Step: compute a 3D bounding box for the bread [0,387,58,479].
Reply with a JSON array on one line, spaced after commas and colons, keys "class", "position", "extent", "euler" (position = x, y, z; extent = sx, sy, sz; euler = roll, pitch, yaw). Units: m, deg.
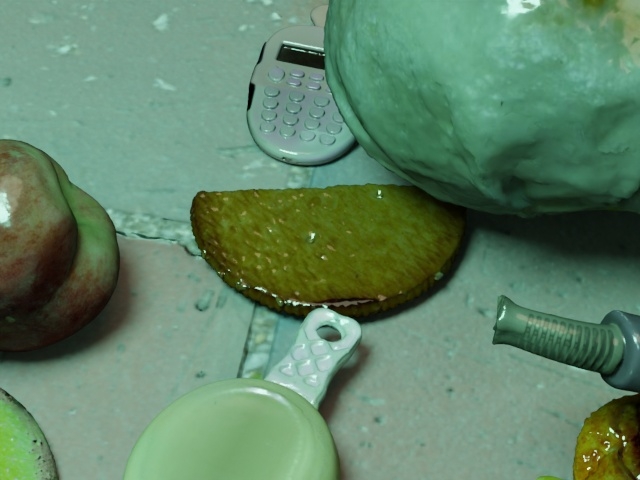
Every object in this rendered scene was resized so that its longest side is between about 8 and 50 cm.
[{"class": "bread", "position": [-0.283, 0.168, 1.189], "extent": [0.228, 0.033, 0.228], "euler": [0, 50, 0]}]

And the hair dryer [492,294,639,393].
[{"class": "hair dryer", "position": [0.265, 0.047, 1.191], "extent": [0.361, 0.121, 0.301], "euler": [4, 31, -25]}]

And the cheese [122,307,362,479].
[{"class": "cheese", "position": [-0.038, 0.130, 1.213], "extent": [0.137, 0.064, 0.227], "euler": [24, 52, 15]}]

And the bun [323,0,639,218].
[{"class": "bun", "position": [0.182, -0.121, 1.286], "extent": [0.362, 0.362, 0.211], "euler": [-1, 86, -3]}]

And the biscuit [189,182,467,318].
[{"class": "biscuit", "position": [0.008, 0.008, 1.341], "extent": [0.206, 0.025, 0.126], "euler": [-1, 49, -3]}]

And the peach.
[{"class": "peach", "position": [-0.218, 0.013, 1.254], "extent": [0.152, 0.152, 0.152], "euler": [1, 50, -1]}]

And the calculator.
[{"class": "calculator", "position": [-0.003, -0.124, 1.454], "extent": [0.103, 0.024, 0.166], "euler": [12, 53, 8]}]

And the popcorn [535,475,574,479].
[{"class": "popcorn", "position": [0.154, 0.249, 1.018], "extent": [0.258, 0.224, 0.270], "euler": [37, 65, 20]}]

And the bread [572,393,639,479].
[{"class": "bread", "position": [0.287, 0.185, 1.171], "extent": [0.269, 0.095, 0.139], "euler": [23, 54, -3]}]
